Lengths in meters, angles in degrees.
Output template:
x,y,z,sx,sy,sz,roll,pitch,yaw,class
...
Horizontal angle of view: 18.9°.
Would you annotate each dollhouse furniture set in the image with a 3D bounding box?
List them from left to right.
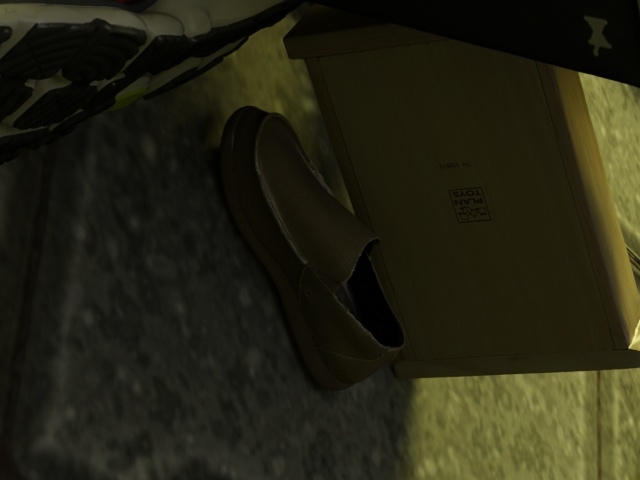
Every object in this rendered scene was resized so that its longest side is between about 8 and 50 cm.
x,y,z,sx,sy,sz,roll,pitch,yaw,class
0.167,-0.098,1.018,0.303,0.286,0.198,-54,132,-50,dollhouse furniture set

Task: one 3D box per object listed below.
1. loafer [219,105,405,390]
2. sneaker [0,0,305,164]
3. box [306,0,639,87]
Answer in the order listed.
x,y,z,sx,sy,sz,roll,pitch,yaw,class
0.000,0.000,0.918,0.148,0.050,0.056,65,32,-16,loafer
-0.111,-0.108,0.771,0.118,0.107,0.279,57,27,1,sneaker
0.129,-0.227,0.848,0.294,0.296,0.183,-32,122,-27,box
